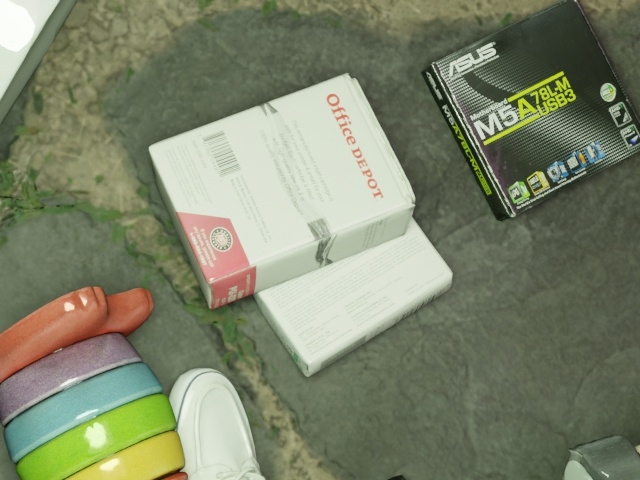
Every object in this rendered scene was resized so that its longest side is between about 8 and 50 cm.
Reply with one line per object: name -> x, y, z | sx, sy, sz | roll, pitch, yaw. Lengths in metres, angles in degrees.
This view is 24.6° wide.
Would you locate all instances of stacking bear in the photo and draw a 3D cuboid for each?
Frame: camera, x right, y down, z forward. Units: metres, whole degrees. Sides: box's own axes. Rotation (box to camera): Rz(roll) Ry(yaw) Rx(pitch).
stacking bear -> -0.187, 0.206, 1.340 | 0.164, 0.175, 0.289 | -29, 80, 13

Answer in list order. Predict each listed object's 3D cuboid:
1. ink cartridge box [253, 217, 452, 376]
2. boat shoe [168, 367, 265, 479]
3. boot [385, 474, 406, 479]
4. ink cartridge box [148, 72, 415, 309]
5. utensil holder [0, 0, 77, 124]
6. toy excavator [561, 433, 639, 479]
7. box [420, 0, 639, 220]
ink cartridge box -> 0.000, 0.000, 1.500 | 0.181, 0.056, 0.225 | -31, 72, -15
boat shoe -> -0.082, 0.248, 1.407 | 0.095, 0.084, 0.258 | -11, 90, -35
boot -> 0.059, 0.339, 1.423 | 0.198, 0.077, 0.137 | -40, 98, -36
ink cartridge box -> -0.038, -0.049, 1.440 | 0.217, 0.092, 0.159 | -22, 71, -10
utensil holder -> -0.412, -0.270, 1.288 | 0.385, 0.327, 0.328 | 32, 76, -11
toy excavator -> 0.386, 0.434, 1.417 | 0.222, 0.433, 0.445 | -13, 58, -15
box -> 0.231, -0.142, 1.567 | 0.190, 0.045, 0.184 | -26, 92, -16
